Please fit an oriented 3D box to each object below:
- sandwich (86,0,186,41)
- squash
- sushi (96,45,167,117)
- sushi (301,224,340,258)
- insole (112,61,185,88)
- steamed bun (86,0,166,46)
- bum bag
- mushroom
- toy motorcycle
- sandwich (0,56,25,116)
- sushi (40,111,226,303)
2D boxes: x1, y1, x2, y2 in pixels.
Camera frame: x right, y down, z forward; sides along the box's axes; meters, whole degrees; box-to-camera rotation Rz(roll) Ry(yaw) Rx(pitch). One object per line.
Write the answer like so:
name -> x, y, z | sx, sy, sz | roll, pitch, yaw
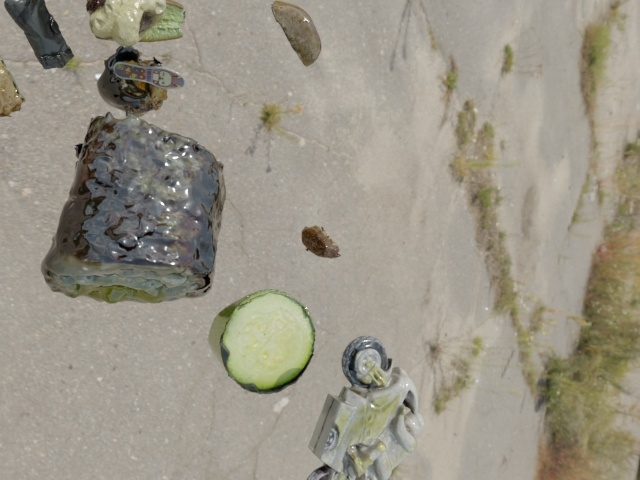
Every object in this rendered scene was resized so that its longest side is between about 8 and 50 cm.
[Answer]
sandwich -> -0.487, -0.591, 1.298 | 0.128, 0.236, 0.122 | -43, 139, -56
squash -> -0.121, 0.206, 1.058 | 0.220, 0.133, 0.220 | -3, 97, -21
sushi -> -0.575, -0.486, 1.547 | 0.200, 0.204, 0.213 | -55, 175, 16
sushi -> -0.002, 0.003, 1.147 | 0.061, 0.118, 0.060 | -47, 157, 29
insole -> -0.485, -0.470, 1.398 | 0.197, 0.004, 0.065 | 7, 134, -19
steamed bun -> -0.461, -0.522, 1.131 | 0.172, 0.141, 0.155 | 23, 61, -30
bum bag -> -0.621, -0.470, 1.097 | 0.087, 0.049, 0.197 | -47, 151, -26
mushroom -> -0.060, -0.619, 1.458 | 0.209, 0.094, 0.072 | 59, 15, -32
toy motorcycle -> 0.095, 0.364, 0.932 | 0.223, 0.108, 0.340 | 23, 81, -23
sandwich -> -0.629, -0.344, 0.794 | 0.095, 0.249, 0.273 | -42, 143, -36
sushi -> -0.326, -0.037, 0.919 | 0.300, 0.281, 0.294 | 18, 61, -35
